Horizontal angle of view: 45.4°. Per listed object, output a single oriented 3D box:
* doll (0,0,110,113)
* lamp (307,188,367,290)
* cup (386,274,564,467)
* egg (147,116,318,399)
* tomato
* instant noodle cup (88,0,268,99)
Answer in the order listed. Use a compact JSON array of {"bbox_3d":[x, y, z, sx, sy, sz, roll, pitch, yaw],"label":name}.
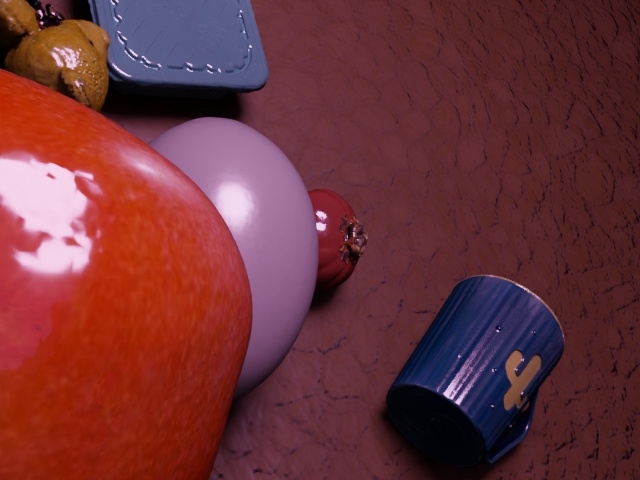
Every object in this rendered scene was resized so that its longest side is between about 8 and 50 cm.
[{"bbox_3d":[-0.246,-0.190,0.661,0.097,0.137,0.210,-30,88,-14],"label":"doll"},{"bbox_3d":[0.000,0.000,0.753,0.101,0.090,0.101,-12,103,-61],"label":"lamp"},{"bbox_3d":[0.158,0.148,0.766,0.155,0.131,0.177,-43,117,-36],"label":"cup"},{"bbox_3d":[-0.088,0.017,0.629,0.176,0.176,0.232,6,69,-31],"label":"egg"},{"bbox_3d":[-0.206,0.066,0.446,0.272,0.341,0.342,-2,65,-54],"label":"tomato"},{"bbox_3d":[-0.153,-0.209,0.778,0.179,0.070,0.157,-3,69,-35],"label":"instant noodle cup"}]
